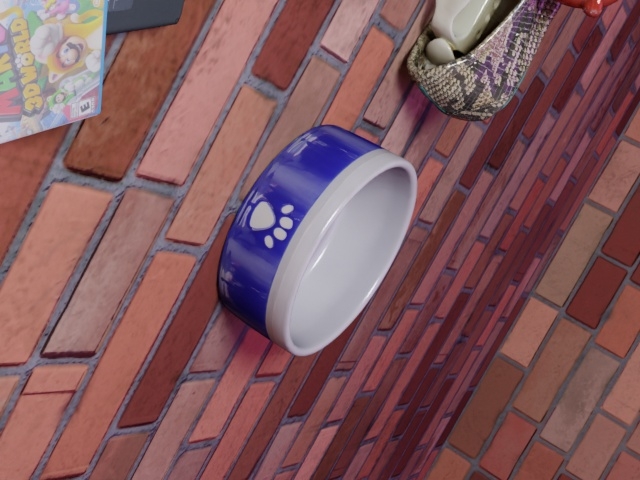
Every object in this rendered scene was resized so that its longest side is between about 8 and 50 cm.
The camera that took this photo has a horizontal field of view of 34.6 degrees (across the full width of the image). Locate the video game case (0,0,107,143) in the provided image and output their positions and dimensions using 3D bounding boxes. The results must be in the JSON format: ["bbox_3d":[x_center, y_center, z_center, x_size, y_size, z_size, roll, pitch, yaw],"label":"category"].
[{"bbox_3d":[-0.216,-0.116,0.686,0.166,0.015,0.119,-25,142,-39],"label":"video game case"}]

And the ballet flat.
[{"bbox_3d":[0.256,-0.377,1.250,0.182,0.164,0.482,23,99,-46],"label":"ballet flat"}]

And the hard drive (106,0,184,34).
[{"bbox_3d":[-0.144,-0.199,0.760,0.135,0.022,0.094,-26,141,-53],"label":"hard drive"}]

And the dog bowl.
[{"bbox_3d":[0.000,0.000,1.220,0.265,0.104,0.265,-47,155,-30],"label":"dog bowl"}]

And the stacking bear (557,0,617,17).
[{"bbox_3d":[0.305,-0.394,1.110,0.164,0.175,0.289,-9,121,-14],"label":"stacking bear"}]
